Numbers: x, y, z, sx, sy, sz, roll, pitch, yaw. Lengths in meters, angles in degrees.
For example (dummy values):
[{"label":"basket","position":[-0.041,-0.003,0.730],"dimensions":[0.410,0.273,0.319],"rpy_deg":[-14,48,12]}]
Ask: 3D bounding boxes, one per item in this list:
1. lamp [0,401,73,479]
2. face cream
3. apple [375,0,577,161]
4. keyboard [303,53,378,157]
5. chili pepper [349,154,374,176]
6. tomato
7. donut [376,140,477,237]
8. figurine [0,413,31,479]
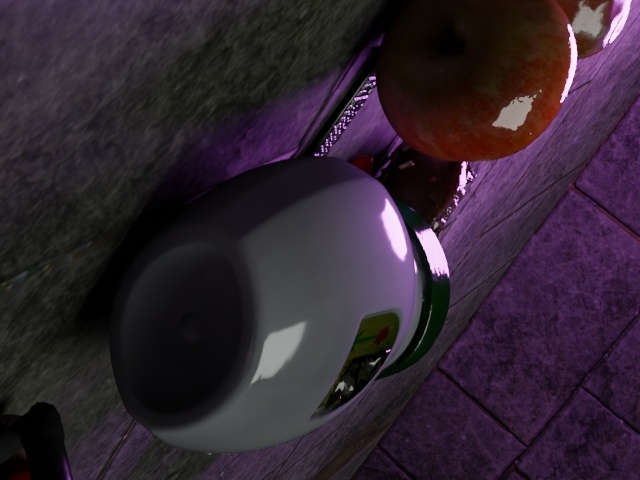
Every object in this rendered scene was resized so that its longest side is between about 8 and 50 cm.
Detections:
[{"label":"lamp","position":[-0.291,0.323,1.295],"dimensions":[0.374,0.205,0.272],"rpy_deg":[-31,149,17]},{"label":"face cream","position":[-0.037,0.062,1.452],"dimensions":[0.357,0.219,0.312],"rpy_deg":[-11,131,-60]},{"label":"apple","position":[0.160,-0.180,1.503],"dimensions":[0.209,0.209,0.164],"rpy_deg":[-51,148,5]},{"label":"keyboard","position":[0.024,-0.133,1.602],"dimensions":[0.198,0.010,0.064],"rpy_deg":[-54,169,18]},{"label":"chili pepper","position":[0.000,0.000,1.723],"dimensions":[0.071,0.063,0.272],"rpy_deg":[114,1,-69]},{"label":"tomato","position":[0.290,-0.292,1.737],"dimensions":[0.214,0.155,0.180],"rpy_deg":[-34,156,-47]},{"label":"donut","position":[0.092,-0.023,1.847],"dimensions":[0.269,0.103,0.269],"rpy_deg":[-54,-177,4]},{"label":"figurine","position":[-0.292,0.197,1.359],"dimensions":[0.067,0.083,0.071],"rpy_deg":[87,2,-55]}]
